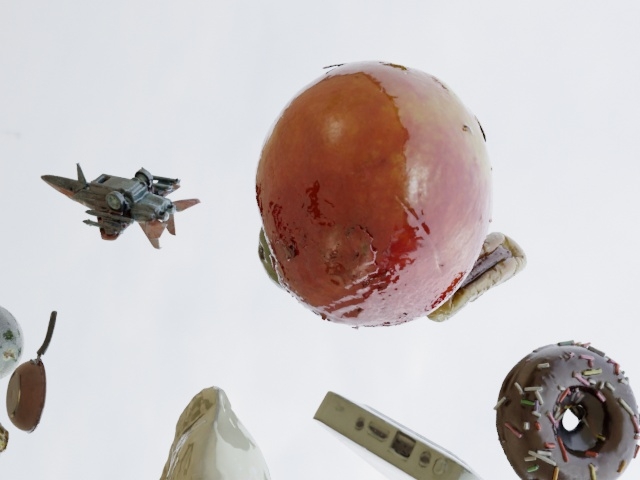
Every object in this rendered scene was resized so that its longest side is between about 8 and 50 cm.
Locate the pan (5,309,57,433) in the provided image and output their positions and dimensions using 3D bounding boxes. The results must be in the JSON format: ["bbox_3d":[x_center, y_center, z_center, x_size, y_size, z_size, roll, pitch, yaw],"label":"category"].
[{"bbox_3d":[-0.264,0.118,0.944,0.068,0.023,0.115,17,-86,58],"label":"pan"}]

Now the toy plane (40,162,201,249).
[{"bbox_3d":[-0.397,-0.086,1.944,0.223,0.326,0.104,-47,154,-46],"label":"toy plane"}]

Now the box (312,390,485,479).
[{"bbox_3d":[0.198,0.444,2.014,0.367,0.373,0.090,22,-108,40],"label":"box"}]

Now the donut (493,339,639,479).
[{"bbox_3d":[0.411,0.296,1.696,0.103,0.269,0.270,157,-62,-68],"label":"donut"}]

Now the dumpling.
[{"bbox_3d":[-0.146,0.309,1.260,0.179,0.131,0.252,-36,-120,36],"label":"dumpling"}]

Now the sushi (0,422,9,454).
[{"bbox_3d":[-0.762,0.387,2.068,0.167,0.296,0.179,-65,160,-8],"label":"sushi"}]

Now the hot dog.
[{"bbox_3d":[0.250,0.049,1.669,0.084,0.242,0.073,56,-36,10],"label":"hot dog"}]

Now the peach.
[{"bbox_3d":[0.068,-0.063,1.447,0.370,0.370,0.370,-28,-121,59],"label":"peach"}]

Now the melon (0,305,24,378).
[{"bbox_3d":[-0.479,0.137,1.443,0.167,0.114,0.114,15,-83,32],"label":"melon"}]

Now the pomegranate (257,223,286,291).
[{"bbox_3d":[0.000,0.000,2.013,0.214,0.247,0.214,172,-90,-69],"label":"pomegranate"}]
